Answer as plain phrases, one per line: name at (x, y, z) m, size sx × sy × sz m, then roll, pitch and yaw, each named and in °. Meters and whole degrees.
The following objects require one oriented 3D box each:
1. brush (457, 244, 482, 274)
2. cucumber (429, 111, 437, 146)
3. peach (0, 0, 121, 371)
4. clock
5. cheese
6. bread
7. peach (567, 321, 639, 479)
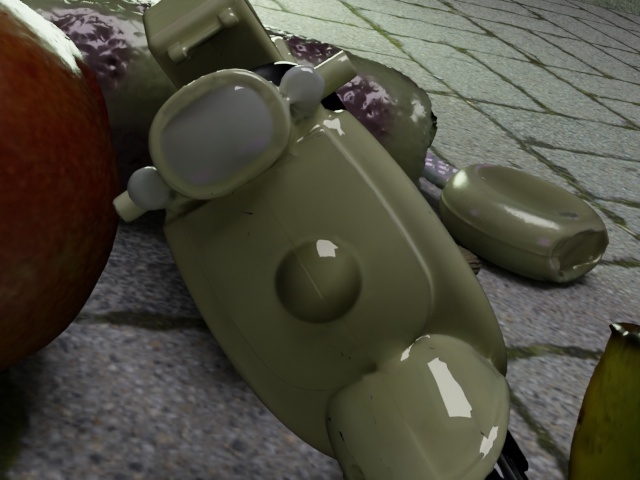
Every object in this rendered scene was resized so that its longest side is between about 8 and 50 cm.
brush at (0.057, 0.017, 0.781) m, size 0.170 × 0.014 × 0.043 m, roll -2°, pitch 28°, yaw -35°
cucumber at (-0.025, -0.157, 1.041) m, size 0.304 × 0.072 × 0.081 m, roll 20°, pitch 26°, yaw 8°
peach at (-0.210, -0.031, 0.472) m, size 0.231 × 0.230 × 0.231 m, roll 14°, pitch 23°, yaw -6°
clock at (0.000, 0.000, 0.526) m, size 0.276 × 0.120 × 0.379 m, roll 54°, pitch 4°, yaw -28°
cheese at (0.154, -0.037, 0.907) m, size 0.137 × 0.064 × 0.227 m, roll -5°, pitch 30°, yaw -44°
bread at (-0.092, -0.105, 0.775) m, size 0.339 × 0.155 × 0.187 m, roll 9°, pitch 20°, yaw -17°
peach at (0.194, 0.134, 0.438) m, size 0.159 × 0.153 × 0.267 m, roll 23°, pitch 4°, yaw 0°
